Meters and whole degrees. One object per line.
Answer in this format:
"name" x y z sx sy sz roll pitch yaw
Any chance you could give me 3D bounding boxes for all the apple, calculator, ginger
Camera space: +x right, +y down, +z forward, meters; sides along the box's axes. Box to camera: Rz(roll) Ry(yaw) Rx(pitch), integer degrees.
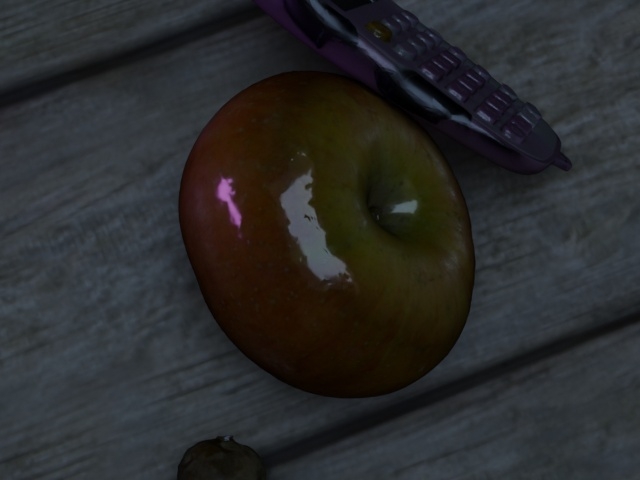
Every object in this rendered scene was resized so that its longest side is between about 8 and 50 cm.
"apple" 0.000 0.000 1.200 0.210 0.173 0.235 8 64 -43
"calculator" 0.062 -0.135 1.243 0.294 0.194 0.043 36 107 4
"ginger" -0.066 0.242 1.201 0.104 0.080 0.204 1 80 2
